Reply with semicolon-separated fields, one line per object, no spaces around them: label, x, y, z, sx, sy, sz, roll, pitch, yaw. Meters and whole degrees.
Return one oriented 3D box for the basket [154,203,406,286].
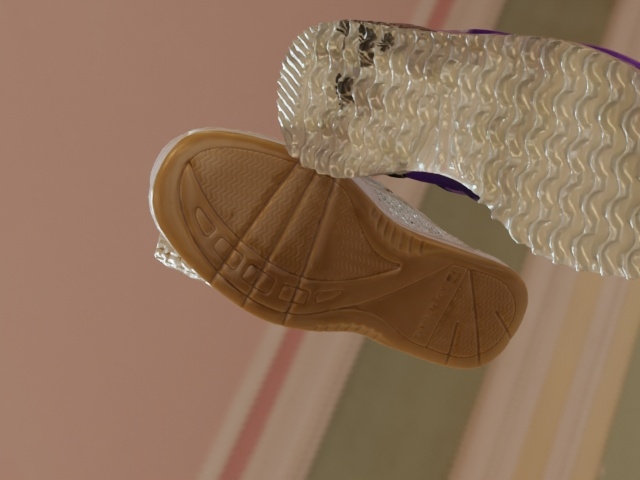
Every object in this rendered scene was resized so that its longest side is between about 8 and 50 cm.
basket;-0.035;-0.005;1.303;0.167;0.113;0.103;22;-86;54

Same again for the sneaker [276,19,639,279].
sneaker;0.122;-0.059;0.889;0.146;0.102;0.293;-2;-162;-42

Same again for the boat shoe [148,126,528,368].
boat shoe;0.000;0.000;1.052;0.098;0.277;0.096;-57;-144;8
